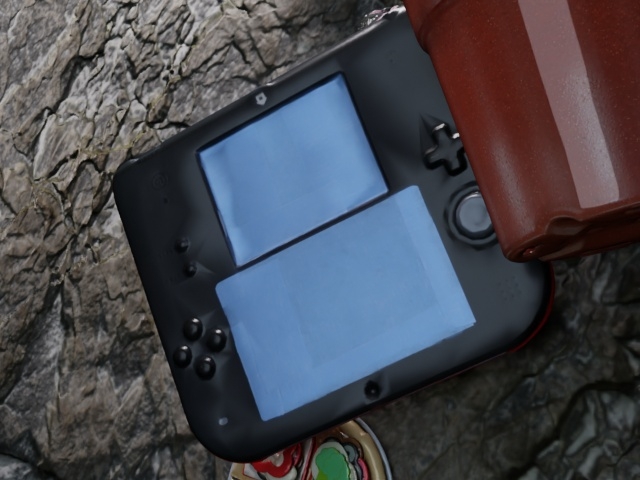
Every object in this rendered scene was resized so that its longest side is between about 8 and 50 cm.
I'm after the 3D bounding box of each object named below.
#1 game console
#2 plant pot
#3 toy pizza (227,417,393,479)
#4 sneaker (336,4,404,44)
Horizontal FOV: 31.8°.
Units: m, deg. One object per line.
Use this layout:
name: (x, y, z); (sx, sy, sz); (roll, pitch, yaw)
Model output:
game console: (0.000, 0.000, 1.075); (0.387, 0.060, 0.341); (-26, 77, 18)
plant pot: (0.214, -0.133, 0.913); (0.272, 0.272, 0.265); (-20, 77, 29)
toy pizza: (-0.019, 0.255, 1.097); (0.201, 0.032, 0.201); (-10, 71, 32)
sneaker: (0.078, -0.213, 1.139); (0.178, 0.072, 0.077); (-28, 52, 19)
